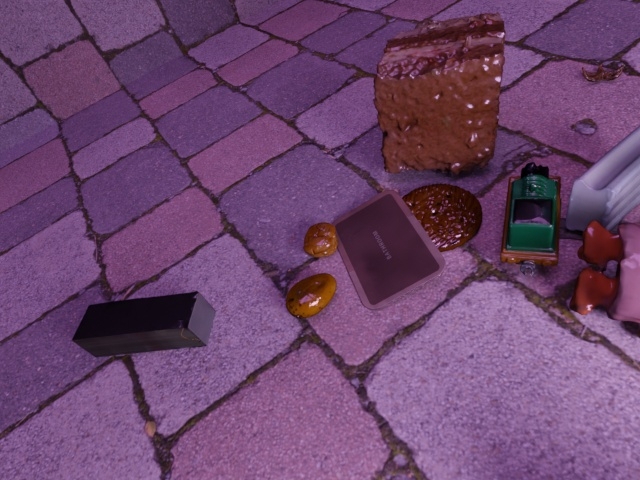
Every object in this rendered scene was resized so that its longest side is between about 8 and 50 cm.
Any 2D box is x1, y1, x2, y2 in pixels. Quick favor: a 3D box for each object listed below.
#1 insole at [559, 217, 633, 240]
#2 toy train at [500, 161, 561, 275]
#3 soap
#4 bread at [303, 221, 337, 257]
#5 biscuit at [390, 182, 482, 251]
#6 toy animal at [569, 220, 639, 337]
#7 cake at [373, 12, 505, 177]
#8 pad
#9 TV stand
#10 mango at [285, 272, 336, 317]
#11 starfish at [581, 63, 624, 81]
[{"bbox_3d":[0.475,-0.020,0.742,0.193,0.006,0.065,6,52,27],"label":"insole"},{"bbox_3d":[0.371,-0.049,0.711,0.091,0.136,0.228,5,61,28],"label":"toy train"},{"bbox_3d":[0.524,-0.103,0.711,0.198,0.119,0.066,-35,45,-16],"label":"soap"},{"bbox_3d":[0.000,0.000,0.880,0.081,0.046,0.083,19,64,41],"label":"bread"},{"bbox_3d":[0.238,-0.053,0.849,0.187,0.027,0.188,-10,48,12],"label":"biscuit"},{"bbox_3d":[0.516,0.055,0.552,0.281,0.169,0.196,9,96,22],"label":"toy animal"},{"bbox_3d":[0.270,-0.332,0.914,0.255,0.282,0.290,1,48,18],"label":"cake"},{"bbox_3d":[0.125,0.008,0.834,0.176,0.002,0.266,-31,45,8],"label":"pad"},{"bbox_3d":[-0.362,0.174,0.842,0.269,0.083,0.088,-9,46,13],"label":"TV stand"},{"bbox_3d":[-0.017,0.105,0.790,0.114,0.057,0.079,-37,43,-25],"label":"mango"},{"bbox_3d":[0.685,-0.411,0.997,0.078,0.028,0.091,-36,44,-20],"label":"starfish"}]
